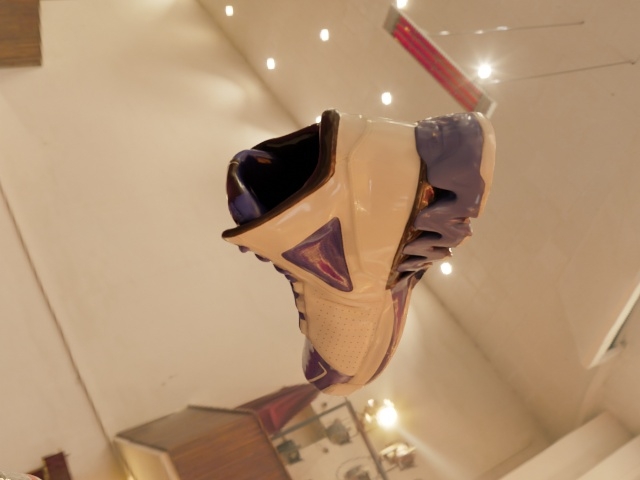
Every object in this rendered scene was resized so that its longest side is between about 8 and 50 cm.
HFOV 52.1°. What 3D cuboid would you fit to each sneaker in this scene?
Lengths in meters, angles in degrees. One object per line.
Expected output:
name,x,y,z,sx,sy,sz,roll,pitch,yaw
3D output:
sneaker,0.000,-0.001,0.565,0.315,0.182,0.127,111,-12,-46

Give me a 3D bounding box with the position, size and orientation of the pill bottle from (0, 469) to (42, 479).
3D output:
pill bottle,-0.442,0.304,0.675,0.161,0.283,0.161,-22,-127,32
